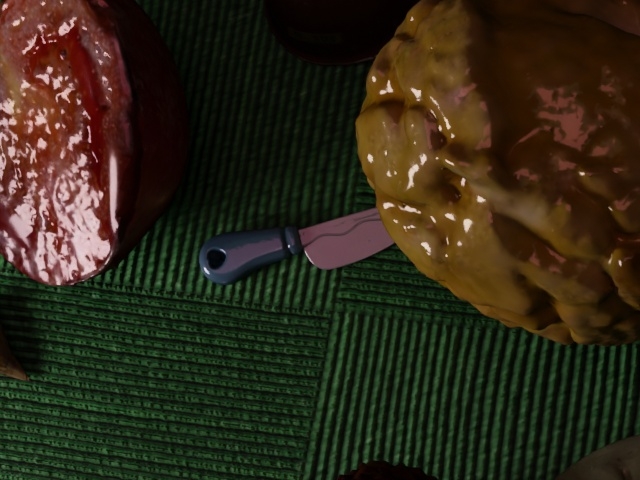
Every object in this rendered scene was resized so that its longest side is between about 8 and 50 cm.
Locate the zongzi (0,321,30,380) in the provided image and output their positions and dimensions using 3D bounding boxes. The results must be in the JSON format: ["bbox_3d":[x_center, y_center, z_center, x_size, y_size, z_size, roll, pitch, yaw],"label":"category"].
[{"bbox_3d":[-0.325,0.098,1.850,0.083,0.040,0.076,12,73,5],"label":"zongzi"}]

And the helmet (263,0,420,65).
[{"bbox_3d":[0.018,-0.258,1.816,0.175,0.106,0.155,21,82,14],"label":"helmet"}]

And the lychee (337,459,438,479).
[{"bbox_3d":[0.059,0.337,1.591,0.271,0.271,0.271,-3,75,14],"label":"lychee"}]

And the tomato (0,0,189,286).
[{"bbox_3d":[-0.221,-0.116,1.809,0.309,0.170,0.309,12,109,38],"label":"tomato"}]

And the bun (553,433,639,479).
[{"bbox_3d":[0.302,0.303,1.557,0.293,0.187,0.293,-3,78,14],"label":"bun"}]

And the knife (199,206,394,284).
[{"bbox_3d":[0.000,0.002,1.797,0.244,0.032,0.058,-11,71,7],"label":"knife"}]

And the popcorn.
[{"bbox_3d":[0.223,-0.076,1.586,0.390,0.354,0.344,-14,81,-12],"label":"popcorn"}]
